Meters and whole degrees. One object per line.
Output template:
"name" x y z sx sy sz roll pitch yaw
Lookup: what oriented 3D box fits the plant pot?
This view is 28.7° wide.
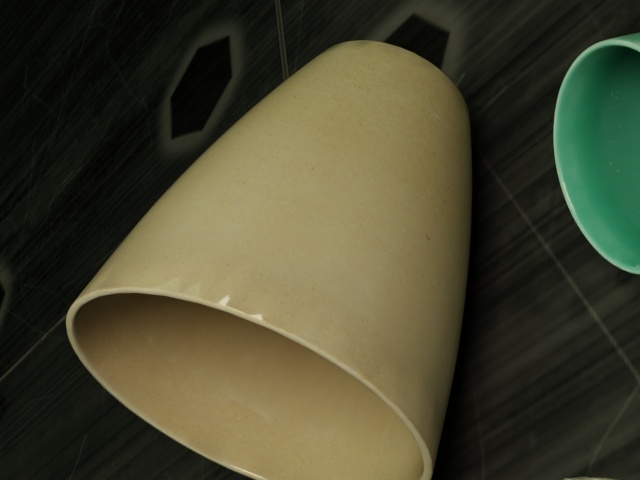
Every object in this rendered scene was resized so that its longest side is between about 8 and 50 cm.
"plant pot" 0.000 0.000 0.873 0.256 0.256 0.274 -17 40 50

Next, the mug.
"mug" 0.206 -0.043 0.701 0.129 0.097 0.158 50 146 47

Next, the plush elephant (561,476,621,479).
"plush elephant" 0.163 0.137 0.381 0.255 0.272 0.330 -42 15 15
